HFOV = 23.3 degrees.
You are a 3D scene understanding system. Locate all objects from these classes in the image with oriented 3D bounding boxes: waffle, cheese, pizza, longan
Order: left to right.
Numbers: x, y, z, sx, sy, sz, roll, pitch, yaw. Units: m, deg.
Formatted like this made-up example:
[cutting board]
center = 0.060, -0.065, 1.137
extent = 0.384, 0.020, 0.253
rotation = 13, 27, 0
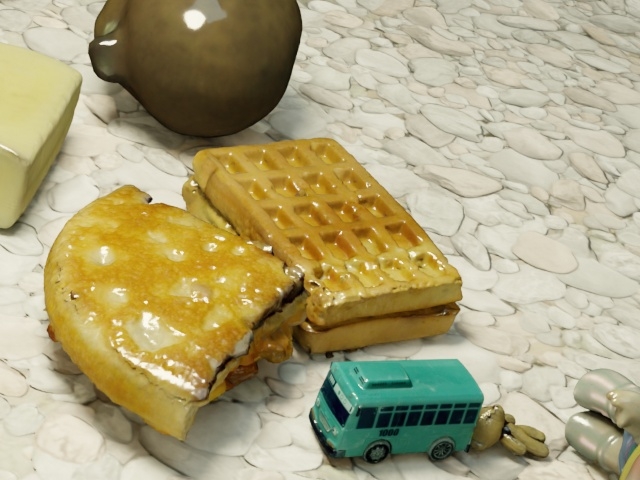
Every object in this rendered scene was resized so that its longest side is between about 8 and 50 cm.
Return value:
[cheese]
center = -0.431, -0.143, 1.833
extent = 0.242, 0.124, 0.265
rotation = 18, 30, -4
[pizza]
center = -0.155, 0.064, 1.619
extent = 0.278, 0.114, 0.409
rotation = -1, 35, -25
[longan]
center = -0.164, -0.259, 2.035
extent = 0.300, 0.243, 0.300
rotation = -7, 19, 2
[waffle]
center = 0.000, 0.000, 1.820
extent = 0.224, 0.098, 0.327
rotation = -8, 36, -31

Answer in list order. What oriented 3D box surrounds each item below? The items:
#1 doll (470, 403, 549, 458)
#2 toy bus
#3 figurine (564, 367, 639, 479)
[doll]
center = 0.193, 0.205, 1.634
extent = 0.093, 0.051, 0.061
rotation = 36, 20, -26
[toy bus]
center = 0.077, 0.168, 1.575
extent = 0.160, 0.092, 0.079
rotation = 0, 32, -24
[figurine]
center = 0.365, 0.226, 1.484
extent = 0.205, 0.224, 0.382
rotation = 8, 30, -20
